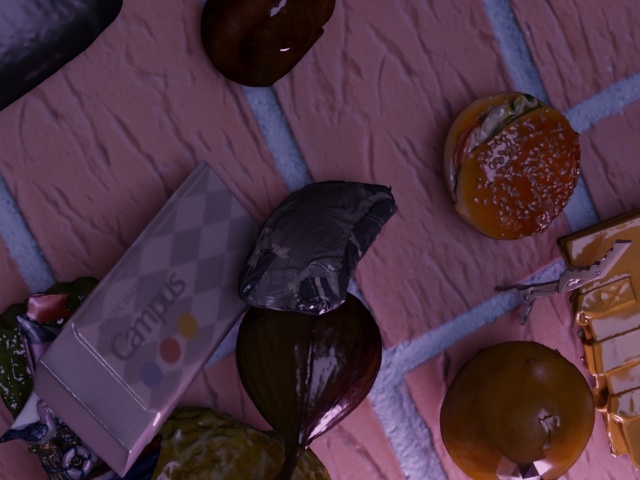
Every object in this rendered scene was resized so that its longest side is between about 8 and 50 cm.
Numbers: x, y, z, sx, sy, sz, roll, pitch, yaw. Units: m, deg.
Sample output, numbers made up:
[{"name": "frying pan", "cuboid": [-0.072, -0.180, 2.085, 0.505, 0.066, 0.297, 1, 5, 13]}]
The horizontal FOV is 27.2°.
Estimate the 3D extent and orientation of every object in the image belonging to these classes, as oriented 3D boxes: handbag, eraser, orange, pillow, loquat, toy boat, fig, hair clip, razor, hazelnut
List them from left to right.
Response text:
[{"name": "razor", "cuboid": [-0.431, -0.282, 1.727, 0.349, 0.113, 0.204, -42, 110, -10]}, {"name": "toy boat", "cuboid": [-0.312, 0.234, 1.747, 0.219, 0.072, 0.318, 8, 84, -24]}, {"name": "eraser", "cuboid": [-0.211, 0.098, 1.769, 0.213, 0.082, 0.397, 50, 49, -18]}, {"name": "orange", "cuboid": [-0.126, 0.393, 1.867, 0.369, 0.210, 0.271, 18, 93, -18]}, {"name": "hazelnut", "cuboid": [-0.081, -0.313, 1.826, 0.178, 0.178, 0.204, 22, 119, -20]}, {"name": "fig", "cuboid": [-0.034, 0.221, 1.838, 0.217, 0.217, 0.321, 29, 57, -20]}, {"name": "pillow", "cuboid": [0.000, 0.000, 1.840, 0.161, 0.335, 0.092, 12, 123, 15]}, {"name": "loquat", "cuboid": [0.297, 0.265, 1.988, 0.235, 0.235, 0.235, -2, 97, -19]}, {"name": "hair clip", "cuboid": [0.383, 0.064, 2.023, 0.226, 0.034, 0.072, -25, 91, 26]}, {"name": "handbag", "cuboid": [0.544, 0.138, 2.117, 0.283, 0.133, 0.401, -20, 102, -11]}]

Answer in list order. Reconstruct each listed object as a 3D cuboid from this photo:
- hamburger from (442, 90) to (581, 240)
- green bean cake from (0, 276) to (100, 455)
[{"name": "hamburger", "cuboid": [0.284, -0.109, 1.983, 0.237, 0.147, 0.237, -4, 101, -19]}, {"name": "green bean cake", "cuboid": [-0.345, 0.173, 1.809, 0.200, 0.113, 0.214, -29, 106, -13]}]
